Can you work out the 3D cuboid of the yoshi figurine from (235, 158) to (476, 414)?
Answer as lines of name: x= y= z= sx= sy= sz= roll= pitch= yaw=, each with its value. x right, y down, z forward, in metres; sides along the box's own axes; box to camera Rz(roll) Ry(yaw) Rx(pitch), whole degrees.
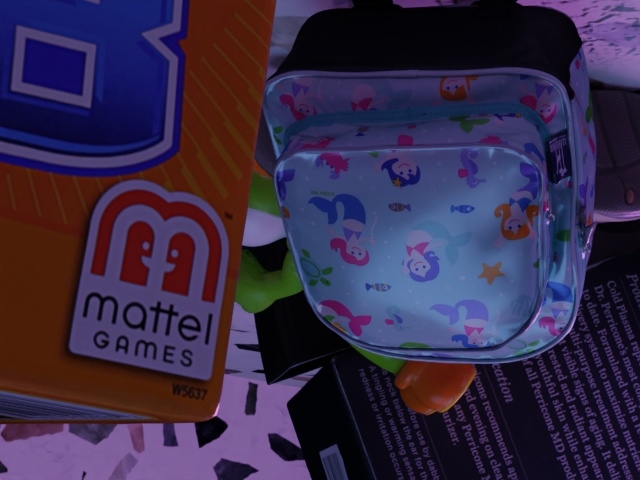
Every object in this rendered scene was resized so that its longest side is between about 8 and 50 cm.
yoshi figurine: x=0.004 y=-0.007 z=1.285 sx=0.362 sy=0.203 sz=0.203 roll=37 pitch=135 yaw=-3

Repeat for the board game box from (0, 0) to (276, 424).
board game box: x=-0.257 y=-0.132 z=0.525 sx=0.356 sy=0.356 sz=0.357 roll=16 pitch=164 yaw=-36

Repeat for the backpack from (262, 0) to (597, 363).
backpack: x=0.083 y=-0.024 z=0.980 sx=0.225 sy=0.191 sz=0.253 roll=1 pitch=131 yaw=16

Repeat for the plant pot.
plant pot: x=0.015 y=0.040 z=1.491 sx=0.188 sy=0.166 sz=0.188 roll=-18 pitch=171 yaw=-13

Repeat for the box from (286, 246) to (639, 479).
box: x=0.244 y=0.216 z=1.564 sx=0.472 sy=0.297 sz=0.480 roll=-17 pitch=171 yaw=-10

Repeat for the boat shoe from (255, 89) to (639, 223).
boat shoe: x=0.117 y=-0.060 z=1.159 sx=0.356 sy=0.132 sz=0.130 roll=8 pitch=167 yaw=1
